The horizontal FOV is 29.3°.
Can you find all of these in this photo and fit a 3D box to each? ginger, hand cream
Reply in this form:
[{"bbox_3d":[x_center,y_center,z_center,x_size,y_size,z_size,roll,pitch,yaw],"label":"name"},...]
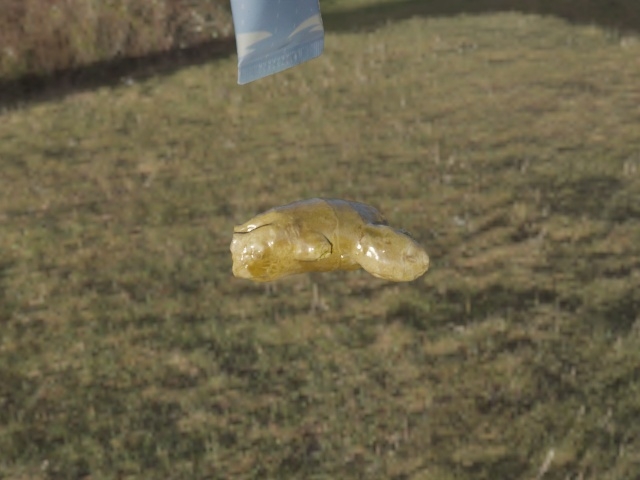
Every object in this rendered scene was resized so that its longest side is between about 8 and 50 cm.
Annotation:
[{"bbox_3d":[0.003,-0.007,1.220,0.205,0.081,0.115,6,49,-21],"label":"ginger"},{"bbox_3d":[-0.042,-0.253,0.890,0.058,0.271,0.091,16,33,41],"label":"hand cream"}]
